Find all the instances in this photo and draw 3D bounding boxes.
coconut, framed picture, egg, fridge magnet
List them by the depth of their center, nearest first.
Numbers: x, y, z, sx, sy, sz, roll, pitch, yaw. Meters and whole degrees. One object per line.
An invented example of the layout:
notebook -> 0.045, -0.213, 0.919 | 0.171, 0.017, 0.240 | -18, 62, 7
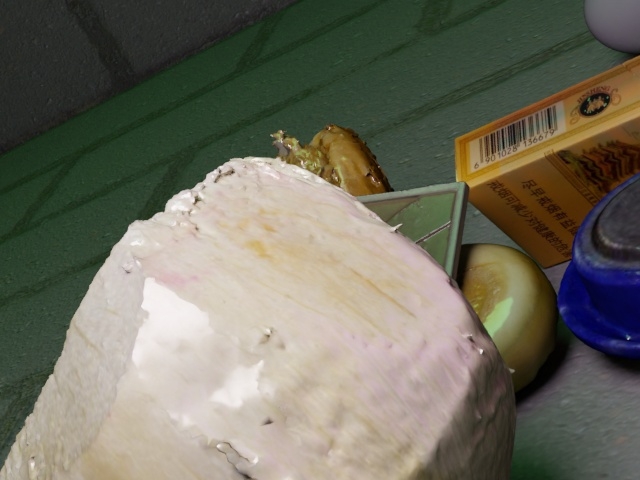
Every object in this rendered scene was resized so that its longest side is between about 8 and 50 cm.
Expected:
coconut -> -0.024, 0.177, 1.050 | 0.405, 0.404, 0.404 | -28, 20, 11
fridge magnet -> 0.332, 0.007, 1.245 | 0.265, 0.112, 0.265 | -27, 24, 13
framed picture -> 0.020, 0.036, 1.360 | 0.250, 0.016, 0.184 | -7, 58, 31
egg -> 0.439, -0.326, 1.835 | 0.199, 0.146, 0.146 | -25, 20, 1

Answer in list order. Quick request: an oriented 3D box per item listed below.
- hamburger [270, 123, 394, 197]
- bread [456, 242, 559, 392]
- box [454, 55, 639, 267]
hamburger -> -0.006, 0.005, 1.551 | 0.211, 0.260, 0.245 | -31, 12, -7
bread -> 0.129, 0.095, 1.345 | 0.213, 0.105, 0.213 | -24, 40, 21
box -> 0.295, -0.082, 1.400 | 0.274, 0.174, 0.076 | -24, 49, 31
